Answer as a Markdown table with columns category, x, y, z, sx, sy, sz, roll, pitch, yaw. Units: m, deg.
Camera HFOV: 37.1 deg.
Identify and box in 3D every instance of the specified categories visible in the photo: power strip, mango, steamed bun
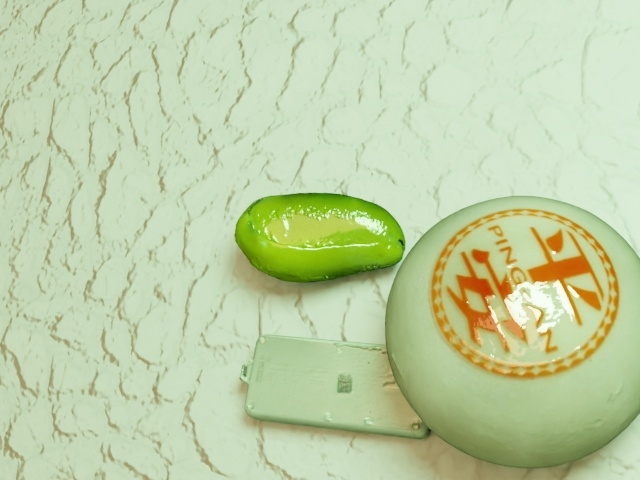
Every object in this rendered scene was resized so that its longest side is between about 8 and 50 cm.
| category | x | y | z | sx | sy | sz | roll | pitch | yaw |
| --- | --- | --- | --- | --- | --- | --- | --- | --- | --- |
| power strip | 0.018 | 0.133 | 0.884 | 0.192 | 0.035 | 0.081 | 3 | 71 | 19 |
| mango | 0.000 | 0.000 | 0.918 | 0.165 | 0.074 | 0.091 | 8 | 68 | 8 |
| steamed bun | 0.166 | 0.064 | 0.779 | 0.231 | 0.145 | 0.232 | -2 | 68 | 5 |
